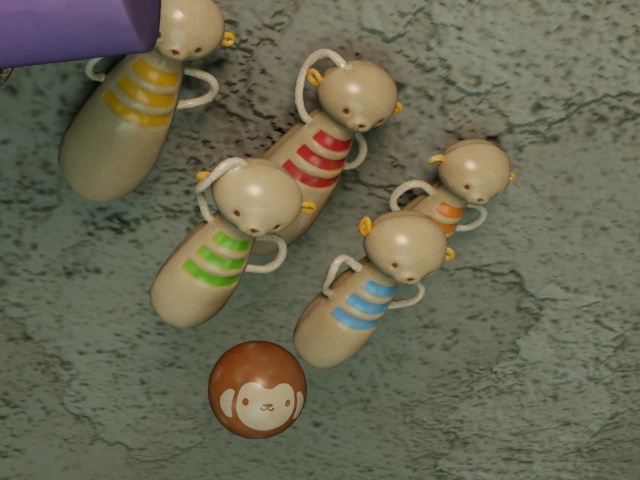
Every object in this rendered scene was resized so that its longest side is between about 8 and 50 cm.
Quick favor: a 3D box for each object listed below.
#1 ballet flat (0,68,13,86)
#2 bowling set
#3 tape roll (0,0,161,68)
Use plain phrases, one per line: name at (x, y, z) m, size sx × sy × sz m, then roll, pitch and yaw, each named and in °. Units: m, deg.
ballet flat at (-0.247, -0.067, 0.631) m, size 0.222 × 0.079 × 0.077 m, roll -28°, pitch 136°, yaw 24°
bowling set at (0.000, 0.000, 0.659) m, size 0.287 × 0.199 × 0.154 m, roll 14°, pitch 135°, yaw -28°
tape roll at (-0.117, -0.162, 0.451) m, size 0.080 × 0.189 × 0.189 m, roll -6°, pitch 140°, yaw 1°
